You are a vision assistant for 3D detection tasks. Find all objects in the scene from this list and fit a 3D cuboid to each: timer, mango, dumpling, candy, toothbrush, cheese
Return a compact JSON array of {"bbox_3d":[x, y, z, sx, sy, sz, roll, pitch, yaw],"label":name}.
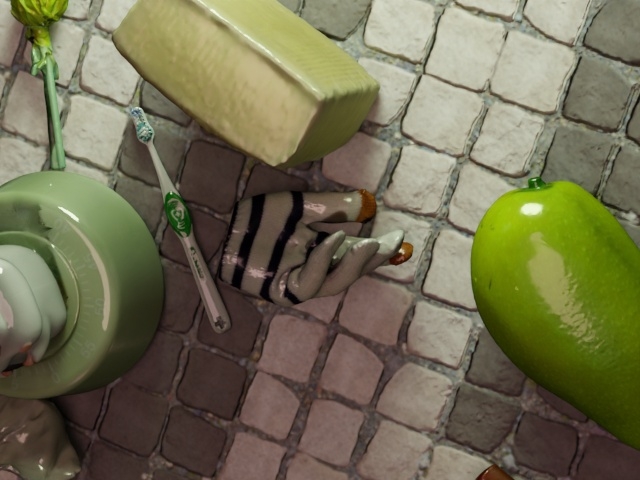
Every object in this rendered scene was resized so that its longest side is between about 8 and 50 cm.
[{"bbox_3d":[-0.370,0.075,1.711,0.291,0.315,0.291,2,98,13],"label":"timer"},{"bbox_3d":[0.299,0.092,1.629,0.192,0.156,0.343,-34,90,18],"label":"mango"},{"bbox_3d":[-0.393,0.251,1.834,0.188,0.127,0.108,35,114,14],"label":"dumpling"},{"bbox_3d":[-0.345,-0.217,1.803,0.073,0.077,0.262,1,105,16],"label":"candy"},{"bbox_3d":[-0.175,-0.025,1.801,0.030,0.030,0.304,-20,94,15],"label":"toothbrush"},{"bbox_3d":[-0.074,-0.196,1.628,0.242,0.265,0.124,42,107,6],"label":"cheese"}]

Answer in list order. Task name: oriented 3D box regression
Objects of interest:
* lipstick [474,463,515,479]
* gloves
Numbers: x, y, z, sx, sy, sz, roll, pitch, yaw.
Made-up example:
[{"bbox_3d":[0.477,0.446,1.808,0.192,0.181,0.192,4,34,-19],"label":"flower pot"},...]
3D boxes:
[{"bbox_3d":[0.304,0.373,1.695,0.299,0.081,0.081,39,104,18],"label":"lipstick"},{"bbox_3d":[-0.003,0.014,1.712,0.218,0.140,0.131,12,119,-1],"label":"gloves"}]
